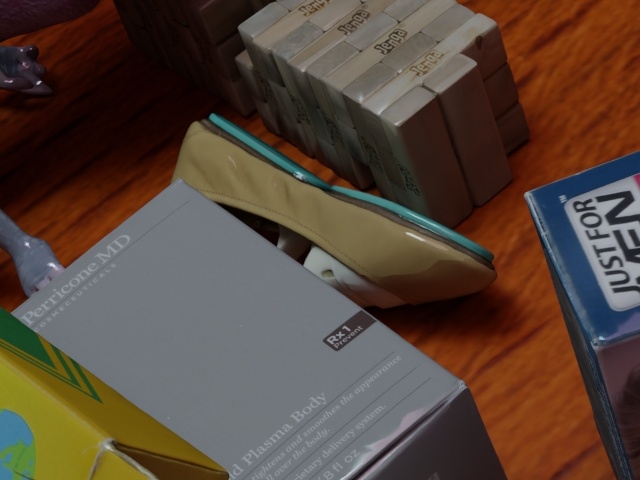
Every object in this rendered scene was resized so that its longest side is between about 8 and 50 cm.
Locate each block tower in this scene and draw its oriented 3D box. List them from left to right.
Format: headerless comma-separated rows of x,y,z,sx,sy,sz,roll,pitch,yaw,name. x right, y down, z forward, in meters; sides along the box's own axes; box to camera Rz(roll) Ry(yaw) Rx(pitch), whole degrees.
-0.014,-0.122,1.161,0.091,0.097,0.335,-38,44,-17,block tower

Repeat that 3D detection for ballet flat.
0.000,0.000,1.051,0.232,0.080,0.073,28,89,45,ballet flat

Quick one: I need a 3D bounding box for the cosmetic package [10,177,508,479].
-0.034,0.081,0.941,0.127,0.107,0.238,-41,47,-16,cosmetic package

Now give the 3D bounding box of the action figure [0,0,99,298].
-0.238,-0.119,1.119,0.370,0.276,0.248,-57,33,8,action figure

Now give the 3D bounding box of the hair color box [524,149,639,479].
0.279,0.008,0.822,0.347,0.174,0.105,-20,42,4,hair color box

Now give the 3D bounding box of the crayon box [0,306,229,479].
-0.172,0.141,0.885,0.318,0.081,0.202,30,95,43,crayon box
